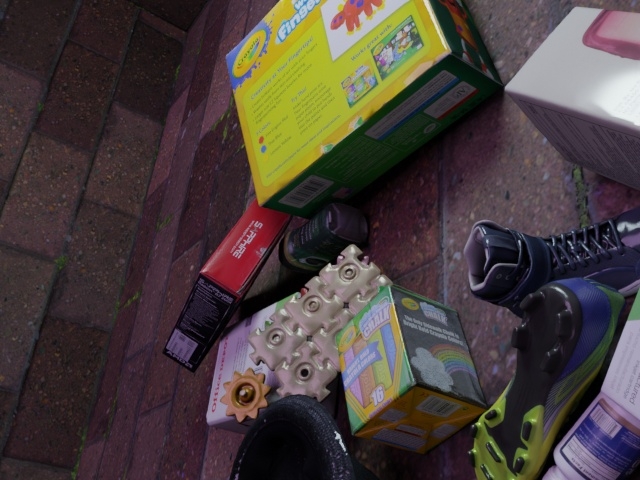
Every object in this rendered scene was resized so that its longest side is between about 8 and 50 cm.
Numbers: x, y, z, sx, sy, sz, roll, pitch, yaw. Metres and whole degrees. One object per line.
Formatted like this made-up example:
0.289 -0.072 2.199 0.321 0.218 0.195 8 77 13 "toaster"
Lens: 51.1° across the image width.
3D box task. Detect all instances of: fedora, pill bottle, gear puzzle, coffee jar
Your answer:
-0.002 0.385 0.925 0.334 0.153 0.334 -34 45 43 "fedora"
0.275 0.209 0.661 0.120 0.067 0.067 -59 29 16 "pill bottle"
-0.015 0.172 1.069 0.339 0.044 0.175 -42 58 -5 "gear puzzle"
0.000 0.000 1.270 0.184 0.096 0.079 -33 51 46 "coffee jar"

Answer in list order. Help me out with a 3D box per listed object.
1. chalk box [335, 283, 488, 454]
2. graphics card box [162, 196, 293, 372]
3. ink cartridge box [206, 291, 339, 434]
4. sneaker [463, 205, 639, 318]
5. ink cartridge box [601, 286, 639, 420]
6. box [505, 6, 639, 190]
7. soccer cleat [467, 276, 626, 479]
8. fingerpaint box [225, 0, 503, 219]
0.113 0.158 0.918 0.132 0.132 0.213 -49 32 31 "chalk box"
-0.199 0.099 1.390 0.232 0.094 0.371 -59 1 -40 "graphics card box"
-0.086 0.236 1.228 0.273 0.115 0.198 -30 44 49 "ink cartridge box"
0.264 0.011 0.729 0.226 0.163 0.086 -42 35 37 "sneaker"
0.356 0.112 0.529 0.219 0.093 0.160 -136 55 -61 "ink cartridge box"
0.334 -0.139 0.690 0.127 0.149 0.232 -50 30 5 "box"
0.246 0.171 0.719 0.093 0.121 0.289 49 134 52 "soccer cleat"
0.050 -0.307 1.204 0.445 0.163 0.371 -36 57 34 "fingerpaint box"
